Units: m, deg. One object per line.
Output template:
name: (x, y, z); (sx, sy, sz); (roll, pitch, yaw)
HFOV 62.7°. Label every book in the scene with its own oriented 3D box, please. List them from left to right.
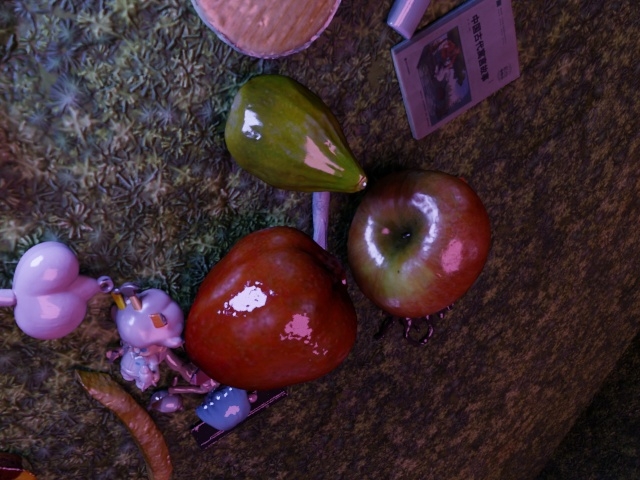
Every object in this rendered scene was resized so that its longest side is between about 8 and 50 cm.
book: (0.277, -0.355, 1.050); (0.282, 0.025, 0.215); (-35, 131, -9)

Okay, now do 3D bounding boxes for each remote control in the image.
remote control: (0.179, -0.442, 0.922); (0.065, 0.029, 0.166); (19, 106, -40)

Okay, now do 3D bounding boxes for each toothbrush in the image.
toothbrush: (0.000, 0.000, 1.076); (0.035, 0.042, 0.413); (-14, 123, -27)

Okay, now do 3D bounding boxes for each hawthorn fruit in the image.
hawthorn fruit: (-0.085, 0.125, 0.927); (0.311, 0.295, 0.295); (-33, 132, -28)

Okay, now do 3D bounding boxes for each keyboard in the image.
keyboard: (-0.184, 0.390, 1.206); (0.231, 0.023, 0.072); (-28, 123, -18)

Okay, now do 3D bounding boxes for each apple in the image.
apple: (0.205, 0.004, 1.067); (0.250, 0.277, 0.309); (0, 143, -49)

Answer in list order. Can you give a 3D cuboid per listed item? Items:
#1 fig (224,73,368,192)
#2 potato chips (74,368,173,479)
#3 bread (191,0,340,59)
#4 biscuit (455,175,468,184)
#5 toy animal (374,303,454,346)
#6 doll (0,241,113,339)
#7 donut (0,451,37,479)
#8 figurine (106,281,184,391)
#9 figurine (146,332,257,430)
fig: (-0.038, -0.161, 0.847); (0.233, 0.167, 0.167); (24, 104, -14)
potato chips: (-0.367, 0.381, 1.048); (0.080, 0.057, 0.407); (-29, 131, -21)
bread: (-0.076, -0.401, 0.765); (0.267, 0.040, 0.267); (-18, 127, -25)
biscuit: (0.294, -0.093, 1.230); (0.130, 0.019, 0.102); (-34, 132, -13)
toy animal: (0.236, 0.190, 1.344); (0.232, 0.084, 0.148); (-3, 108, -32)
doll: (-0.486, 0.073, 0.747); (0.365, 0.094, 0.160); (1, 109, -36)
donut: (-0.584, 0.439, 0.934); (0.140, 0.059, 0.140); (-17, 126, -25)
figurine: (-0.304, 0.164, 0.919); (0.112, 0.137, 0.229); (-33, 145, -58)
figurine: (-0.247, 0.295, 1.048); (0.205, 0.103, 0.260); (-37, 123, -12)
